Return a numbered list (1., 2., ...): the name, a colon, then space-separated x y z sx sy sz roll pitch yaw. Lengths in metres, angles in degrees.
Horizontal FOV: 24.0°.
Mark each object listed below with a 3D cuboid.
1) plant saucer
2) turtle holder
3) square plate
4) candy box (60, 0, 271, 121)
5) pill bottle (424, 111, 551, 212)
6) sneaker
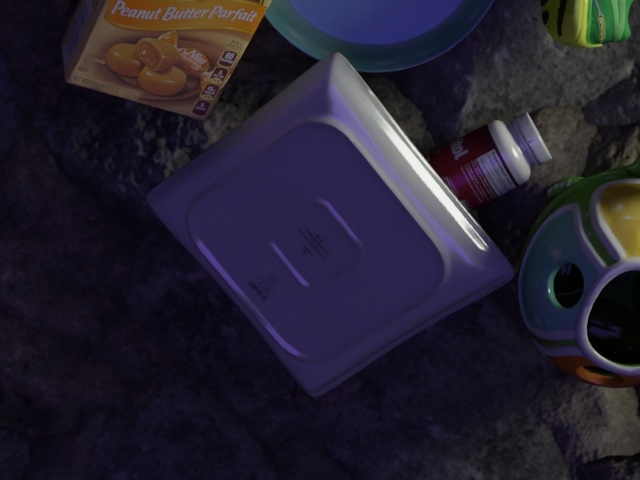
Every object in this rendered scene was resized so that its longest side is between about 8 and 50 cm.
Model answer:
1. plant saucer: 0.064 -0.358 1.773 0.318 0.043 0.317 1 107 5
2. turtle holder: 0.378 0.033 1.770 0.320 0.227 0.243 -42 99 15
3. square plate: 0.000 0.000 1.834 0.344 0.049 0.347 -34 100 29
4. candy box: -0.153 -0.298 1.708 0.183 0.087 0.316 13 128 -27
5. pill bottle: 0.197 -0.091 1.820 0.152 0.086 0.086 -28 103 11
6. sneaker: 0.339 -0.366 1.733 0.124 0.109 0.295 6 105 -25
